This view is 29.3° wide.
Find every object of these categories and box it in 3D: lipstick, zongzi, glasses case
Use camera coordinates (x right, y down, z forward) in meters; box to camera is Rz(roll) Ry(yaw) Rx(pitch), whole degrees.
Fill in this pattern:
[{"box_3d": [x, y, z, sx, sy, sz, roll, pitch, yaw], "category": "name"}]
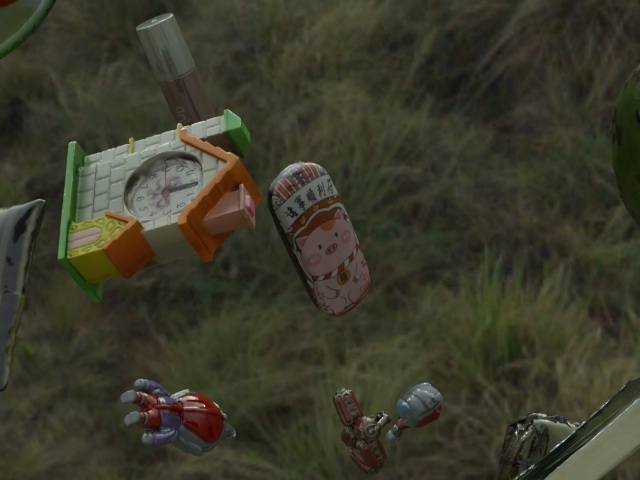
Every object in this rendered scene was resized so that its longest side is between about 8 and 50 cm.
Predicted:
[{"box_3d": [-0.231, -0.253, 2.065, 0.070, 0.254, 0.070, -18, 22, 8], "category": "lipstick"}, {"box_3d": [0.280, 0.383, 1.826, 0.123, 0.289, 0.260, 7, 82, -21], "category": "zongzi"}, {"box_3d": [0.000, 0.000, 1.857, 0.103, 0.266, 0.067, -40, 37, -23], "category": "glasses case"}]

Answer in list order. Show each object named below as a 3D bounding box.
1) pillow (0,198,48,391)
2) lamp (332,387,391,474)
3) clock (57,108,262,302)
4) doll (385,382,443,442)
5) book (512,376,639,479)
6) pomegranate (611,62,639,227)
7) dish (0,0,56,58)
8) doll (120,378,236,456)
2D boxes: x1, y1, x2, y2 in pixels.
[{"box_3d": [-0.382, 0.063, 1.273, 0.212, 0.052, 0.208, -7, 63, 31], "category": "pillow"}, {"box_3d": [0.038, 0.168, 1.045, 0.031, 0.083, 0.063, -27, 42, -20], "category": "lamp"}, {"box_3d": [-0.216, -0.061, 1.674, 0.255, 0.106, 0.219, -16, 49, 13], "category": "clock"}, {"box_3d": [0.092, 0.157, 1.158, 0.057, 0.114, 0.039, -13, 70, -19], "category": "doll"}, {"box_3d": [0.298, 0.216, 1.320, 0.260, 0.371, 0.043, -38, 79, -9], "category": "book"}, {"box_3d": [0.385, -0.095, 1.055, 0.254, 0.254, 0.271, 29, 39, 33], "category": "pomegranate"}, {"box_3d": [-0.399, -0.308, 1.129, 0.324, 0.324, 0.124, -34, 24, -25], "category": "dish"}, {"box_3d": [-0.189, 0.250, 1.699, 0.075, 0.227, 0.102, -27, 62, 24], "category": "doll"}]
